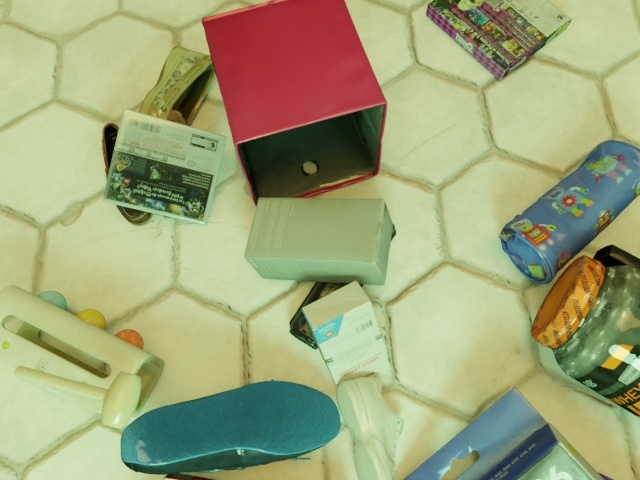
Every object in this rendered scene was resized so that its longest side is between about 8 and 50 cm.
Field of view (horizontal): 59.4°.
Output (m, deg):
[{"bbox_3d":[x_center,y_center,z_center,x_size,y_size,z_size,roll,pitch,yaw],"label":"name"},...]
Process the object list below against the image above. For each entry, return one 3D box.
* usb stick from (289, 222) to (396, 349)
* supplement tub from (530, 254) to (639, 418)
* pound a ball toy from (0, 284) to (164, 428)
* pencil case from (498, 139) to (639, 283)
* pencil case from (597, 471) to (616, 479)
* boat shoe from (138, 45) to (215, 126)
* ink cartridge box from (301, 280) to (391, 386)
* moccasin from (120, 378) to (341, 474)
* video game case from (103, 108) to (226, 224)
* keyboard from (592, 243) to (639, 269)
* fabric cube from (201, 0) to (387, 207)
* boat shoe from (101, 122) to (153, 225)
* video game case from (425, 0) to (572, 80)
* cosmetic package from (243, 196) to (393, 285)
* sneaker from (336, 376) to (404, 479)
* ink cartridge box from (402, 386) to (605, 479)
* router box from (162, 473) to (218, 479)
[{"bbox_3d":[0.043,0.066,1.019,0.077,0.045,0.278,32,73,7],"label":"usb stick"},{"bbox_3d":[0.529,0.177,0.888,0.338,0.207,0.207,31,73,12],"label":"supplement tub"},{"bbox_3d":[-0.389,0.174,0.898,0.319,0.208,0.136,23,72,9],"label":"pound a ball toy"},{"bbox_3d":[0.458,-0.056,1.020,0.306,0.119,0.133,-39,46,-12],"label":"pencil case"},{"bbox_3d":[0.442,0.410,0.864,0.236,0.104,0.104,24,72,9],"label":"pencil case"},{"bbox_3d":[-0.284,-0.263,1.108,0.089,0.104,0.285,11,70,7],"label":"boat shoe"},{"bbox_3d":[0.047,0.168,0.942,0.104,0.180,0.060,-26,38,-9],"label":"ink cartridge box"},{"bbox_3d":[-0.139,0.296,0.893,0.342,0.117,0.138,5,55,-22],"label":"moccasin"},{"bbox_3d":[-0.287,-0.134,1.041,0.190,0.022,0.173,13,93,-17],"label":"video game case"},{"bbox_3d":[0.618,0.094,0.920,0.317,0.201,0.033,30,88,11],"label":"keyboard"},{"bbox_3d":[-0.046,-0.248,1.021,0.254,0.259,0.258,-17,69,-5],"label":"fabric cube"},{"bbox_3d":[-0.379,-0.129,1.079,0.073,0.073,0.207,-22,73,-9],"label":"boat shoe"},{"bbox_3d":[0.383,-0.485,1.214,0.210,0.042,0.232,-39,74,-12],"label":"video game case"},{"bbox_3d":[0.000,0.000,0.978,0.238,0.107,0.127,5,64,18],"label":"cosmetic package"},{"bbox_3d":[0.100,0.325,0.911,0.094,0.080,0.212,-6,71,-27],"label":"sneaker"},{"bbox_3d":[0.283,0.433,0.815,0.303,0.072,0.307,-46,77,12],"label":"ink cartridge box"},{"bbox_3d":[-0.118,0.543,0.815,0.301,0.082,0.336,11,71,-2],"label":"router box"}]
